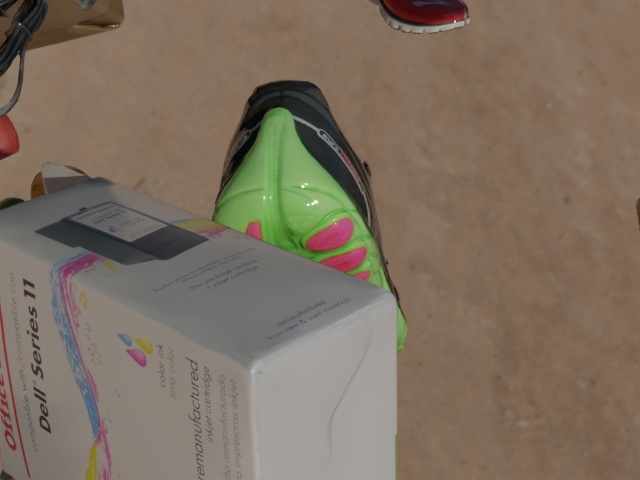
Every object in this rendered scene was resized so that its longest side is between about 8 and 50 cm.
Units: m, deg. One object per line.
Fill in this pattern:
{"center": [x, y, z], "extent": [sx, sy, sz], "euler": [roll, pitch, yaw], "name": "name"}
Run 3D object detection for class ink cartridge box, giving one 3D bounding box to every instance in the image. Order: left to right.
{"center": [-0.119, 0.089, 0.747], "extent": [0.353, 0.207, 0.119], "euler": [20, 32, 40], "name": "ink cartridge box"}

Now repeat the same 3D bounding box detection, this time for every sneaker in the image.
{"center": [0.000, 0.000, 1.177], "extent": [0.185, 0.483, 0.202], "euler": [1, 66, 2], "name": "sneaker"}
{"center": [0.128, -0.413, 1.774], "extent": [0.107, 0.118, 0.279], "euler": [-22, 46, -27], "name": "sneaker"}

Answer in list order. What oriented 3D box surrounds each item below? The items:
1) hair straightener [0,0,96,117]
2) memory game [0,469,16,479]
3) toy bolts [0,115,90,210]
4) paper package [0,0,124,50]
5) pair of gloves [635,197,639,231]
{"center": [-0.169, -0.144, 0.620], "extent": [0.089, 0.047, 0.230], "euler": [14, 58, 14], "name": "hair straightener"}
{"center": [-0.416, 0.359, 1.717], "extent": [0.012, 0.186, 0.186], "euler": [22, 26, 31], "name": "memory game"}
{"center": [-0.423, -0.050, 1.454], "extent": [0.228, 0.218, 0.158], "euler": [62, 34, -13], "name": "toy bolts"}
{"center": [-0.384, -0.361, 1.183], "extent": [0.168, 0.309, 0.325], "euler": [14, 66, -73], "name": "paper package"}
{"center": [0.338, 0.063, 0.946], "extent": [0.042, 0.204, 0.240], "euler": [-11, 84, -6], "name": "pair of gloves"}
